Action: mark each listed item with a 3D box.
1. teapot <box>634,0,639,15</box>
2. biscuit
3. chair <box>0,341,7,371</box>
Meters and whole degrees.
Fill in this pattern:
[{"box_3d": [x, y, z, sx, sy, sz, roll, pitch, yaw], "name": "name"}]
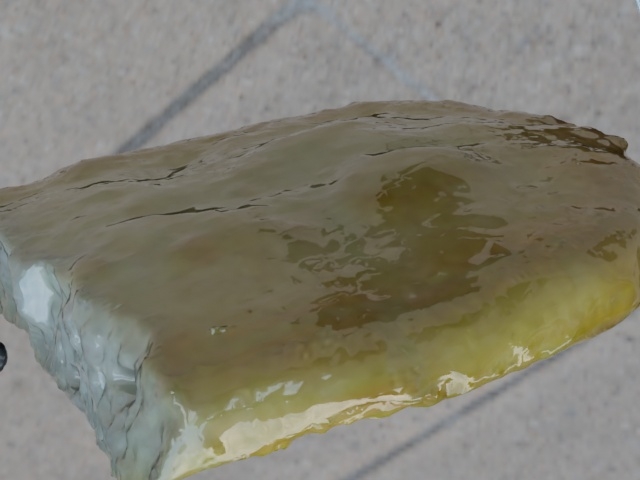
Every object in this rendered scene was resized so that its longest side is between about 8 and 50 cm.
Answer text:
[{"box_3d": [0.304, -0.324, 1.616, 0.298, 0.139, 0.204, 52, 166, -16], "name": "teapot"}, {"box_3d": [0.000, -0.001, 1.102, 0.446, 0.429, 0.104, -15, 110, -13], "name": "biscuit"}, {"box_3d": [-0.299, 0.153, 1.114, 0.221, 0.145, 0.140, -27, 162, 39], "name": "chair"}]
